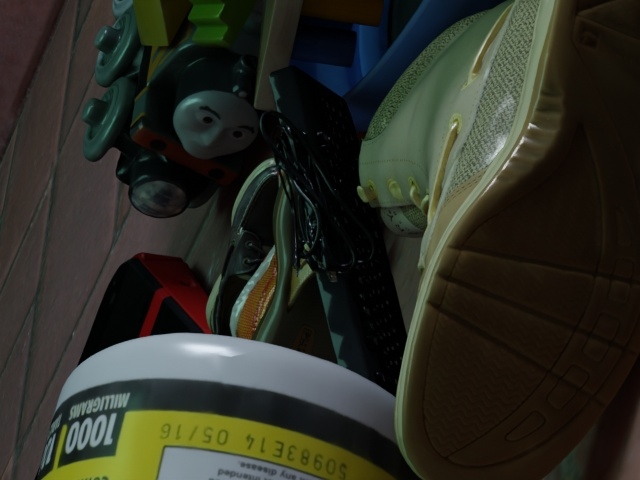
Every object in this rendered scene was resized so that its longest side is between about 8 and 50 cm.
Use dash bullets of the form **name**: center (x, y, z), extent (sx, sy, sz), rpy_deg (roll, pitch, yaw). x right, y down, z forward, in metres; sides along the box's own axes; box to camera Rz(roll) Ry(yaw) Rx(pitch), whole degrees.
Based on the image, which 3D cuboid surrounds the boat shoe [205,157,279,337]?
- **boat shoe**: center (-0.040, 0.015, 1.297), extent (0.049, 0.056, 0.152), rpy_deg (-105, 27, -56)

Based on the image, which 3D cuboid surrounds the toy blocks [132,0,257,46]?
- **toy blocks**: center (-0.140, -0.294, 1.390), extent (0.381, 0.261, 0.191), rpy_deg (10, 69, 56)

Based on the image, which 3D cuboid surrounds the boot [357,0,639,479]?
- **boot**: center (0.072, -0.007, 0.842), extent (0.203, 0.095, 0.262), rpy_deg (156, 133, -69)

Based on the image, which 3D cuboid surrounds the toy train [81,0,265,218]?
- **toy train**: center (-0.100, -0.177, 1.593), extent (0.190, 0.142, 0.334), rpy_deg (-44, 30, 40)

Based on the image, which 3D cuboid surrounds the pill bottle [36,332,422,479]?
- **pill bottle**: center (-0.062, 0.226, 0.846), extent (0.188, 0.188, 0.334), rpy_deg (133, 152, -56)

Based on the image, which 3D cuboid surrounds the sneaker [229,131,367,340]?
- **sneaker**: center (0.000, 0.000, 1.185), extent (0.067, 0.064, 0.175), rpy_deg (18, 92, 53)

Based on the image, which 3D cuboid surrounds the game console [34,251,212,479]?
- **game console**: center (-0.169, 0.215, 1.515), extent (0.387, 0.060, 0.342), rpy_deg (-70, 20, 7)

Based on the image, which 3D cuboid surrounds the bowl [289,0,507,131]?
- **bowl**: center (0.088, -0.244, 1.098), extent (0.391, 0.077, 0.391), rpy_deg (-161, 90, -73)

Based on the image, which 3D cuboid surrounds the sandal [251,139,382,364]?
- **sandal**: center (0.004, 0.023, 1.107), extent (0.049, 0.072, 0.180), rpy_deg (-4, 68, 56)

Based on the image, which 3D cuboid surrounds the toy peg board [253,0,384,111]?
- **toy peg board**: center (0.018, -0.175, 1.015), extent (0.161, 0.079, 0.161), rpy_deg (104, 172, -49)

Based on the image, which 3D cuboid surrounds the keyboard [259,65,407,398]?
- **keyboard**: center (0.020, -0.002, 0.948), extent (0.038, 0.100, 0.192), rpy_deg (-26, 66, 26)
